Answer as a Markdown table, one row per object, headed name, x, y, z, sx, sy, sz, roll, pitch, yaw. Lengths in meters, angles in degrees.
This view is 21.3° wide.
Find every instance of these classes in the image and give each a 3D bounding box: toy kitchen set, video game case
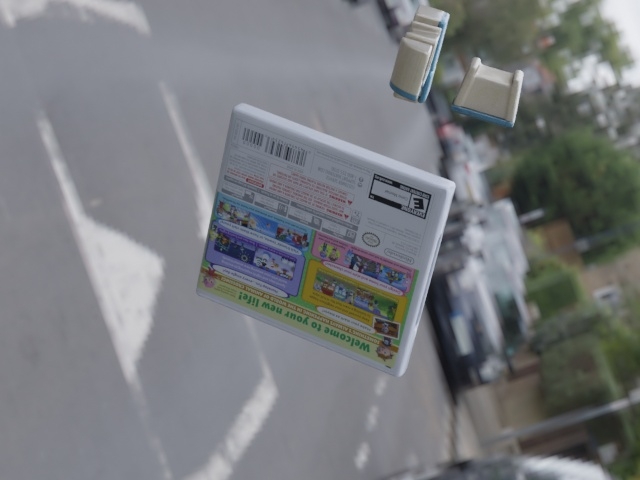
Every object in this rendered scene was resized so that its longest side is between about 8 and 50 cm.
| name | x | y | z | sx | sy | sz | roll | pitch | yaw |
| --- | --- | --- | --- | --- | --- | --- | --- | --- | --- |
| toy kitchen set | 0.179 | -0.203 | 2.211 | 0.207 | 0.166 | 0.122 | -64 | 170 | -65 |
| video game case | 0.000 | 0.000 | 1.516 | 0.023 | 0.212 | 0.193 | -40 | 147 | -59 |
